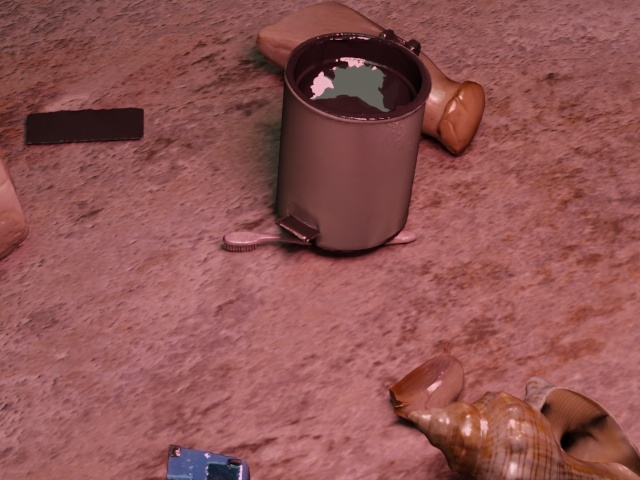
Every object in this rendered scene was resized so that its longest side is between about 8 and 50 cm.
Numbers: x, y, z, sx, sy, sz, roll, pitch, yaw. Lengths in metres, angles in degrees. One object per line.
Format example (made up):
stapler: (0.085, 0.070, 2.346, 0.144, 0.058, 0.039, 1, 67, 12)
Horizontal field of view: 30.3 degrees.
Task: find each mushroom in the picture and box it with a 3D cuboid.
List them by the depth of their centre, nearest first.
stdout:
mushroom: (0.096, -0.288, 2.018, 0.407, 0.138, 0.154, 29, 40, 16)

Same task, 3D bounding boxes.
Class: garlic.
garlic: (0.163, 0.201, 1.673, 0.152, 0.066, 0.084, -37, 59, -24)

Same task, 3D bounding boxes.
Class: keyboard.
keyboard: (-0.397, -0.192, 1.998, 0.196, 0.015, 0.074, -4, 56, -5)

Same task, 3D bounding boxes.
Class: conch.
conch: (0.289, 0.281, 1.573, 0.386, 0.169, 0.203, 21, 72, -28)

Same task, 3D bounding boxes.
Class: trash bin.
trash bin: (0.045, -0.149, 1.804, 0.217, 0.263, 0.277, 30, 50, 24)

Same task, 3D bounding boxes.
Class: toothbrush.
toothbrush: (0.000, 0.000, 1.856, 0.307, 0.030, 0.025, -1, 52, -6)

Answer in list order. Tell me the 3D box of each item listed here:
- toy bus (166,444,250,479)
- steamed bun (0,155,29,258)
toy bus: (-0.152, 0.385, 1.487, 0.133, 0.116, 0.234, 4, 54, 0)
steamed bun: (-0.623, -0.126, 1.796, 0.247, 0.236, 0.383, -30, 59, -25)
